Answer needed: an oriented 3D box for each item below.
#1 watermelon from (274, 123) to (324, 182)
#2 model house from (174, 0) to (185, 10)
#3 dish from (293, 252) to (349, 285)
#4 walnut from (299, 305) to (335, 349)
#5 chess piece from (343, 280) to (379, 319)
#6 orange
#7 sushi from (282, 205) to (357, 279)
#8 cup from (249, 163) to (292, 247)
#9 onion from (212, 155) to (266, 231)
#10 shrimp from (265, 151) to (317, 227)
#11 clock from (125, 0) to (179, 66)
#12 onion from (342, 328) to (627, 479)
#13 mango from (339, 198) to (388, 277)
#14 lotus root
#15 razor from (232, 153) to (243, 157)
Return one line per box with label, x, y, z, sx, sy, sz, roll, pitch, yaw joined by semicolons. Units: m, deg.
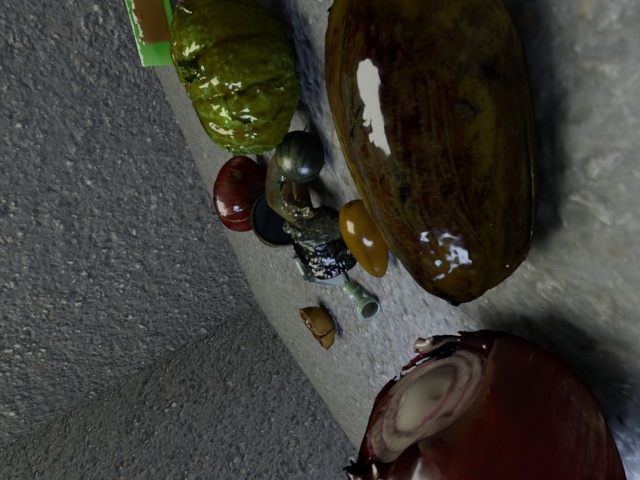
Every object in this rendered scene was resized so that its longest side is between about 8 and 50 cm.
watermelon;-0.042;-0.189;0.946;0.105;0.105;0.133;126;151;-72
model house;-0.277;-0.510;1.029;0.148;0.148;0.119;58;163;4
dish;-0.020;0.065;1.322;0.182;0.080;0.243;62;165;-3
walnut;-0.002;0.302;1.643;0.167;0.087;0.211;61;167;-22
chess piece;0.095;0.141;1.154;0.149;0.059;0.059;49;161;58
orange;-0.149;-0.307;0.853;0.301;0.223;0.300;77;169;-51
sushi;0.000;0.000;1.058;0.225;0.136;0.126;-143;32;-70
cup;-0.108;-0.090;1.300;0.165;0.240;0.177;20;172;-6
onion;-0.241;-0.147;1.444;0.248;0.161;0.248;-2;-90;-82
shrimp;-0.070;-0.134;1.076;0.317;0.077;0.168;42;123;56
clock;-0.381;-0.583;1.143;0.255;0.106;0.220;-79;-15;-60
onion;0.215;0.280;0.587;0.341;0.341;0.341;54;162;26
mango;0.091;-0.004;0.865;0.102;0.084;0.184;40;164;43
lotus root;0.108;-0.105;0.460;0.196;0.179;0.398;33;149;55
razor;-0.265;-0.271;1.599;0.135;0.040;0.068;47;159;29
